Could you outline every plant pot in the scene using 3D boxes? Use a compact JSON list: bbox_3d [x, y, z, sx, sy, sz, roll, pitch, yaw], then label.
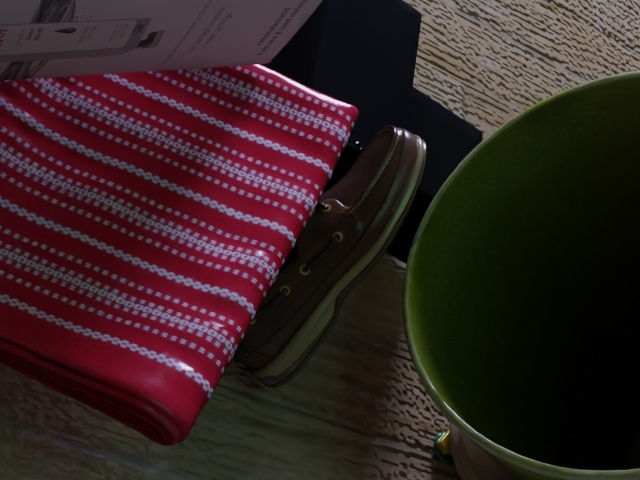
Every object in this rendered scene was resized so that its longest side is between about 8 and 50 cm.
[{"bbox_3d":[0.232,0.088,1.011,0.293,0.275,0.274,54,36,-48],"label":"plant pot"}]

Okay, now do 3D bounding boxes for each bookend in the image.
[{"bbox_3d":[0.039,-0.089,1.061,0.156,0.072,0.157,29,52,-28],"label":"bookend"}]

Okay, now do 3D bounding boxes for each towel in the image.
[{"bbox_3d":[-0.110,-0.028,0.867,0.199,0.031,0.275,25,48,2],"label":"towel"}]

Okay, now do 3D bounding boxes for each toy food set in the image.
[{"bbox_3d":[0.113,0.139,1.048,0.082,0.020,0.083,55,44,-5],"label":"toy food set"}]

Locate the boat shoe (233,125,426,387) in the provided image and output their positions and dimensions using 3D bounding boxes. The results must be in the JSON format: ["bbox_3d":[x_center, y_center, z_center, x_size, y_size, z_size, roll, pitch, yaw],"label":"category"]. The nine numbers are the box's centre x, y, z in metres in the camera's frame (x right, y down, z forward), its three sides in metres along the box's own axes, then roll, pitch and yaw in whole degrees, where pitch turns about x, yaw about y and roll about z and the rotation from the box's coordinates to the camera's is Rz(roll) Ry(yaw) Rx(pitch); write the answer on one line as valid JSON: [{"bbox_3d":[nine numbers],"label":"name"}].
[{"bbox_3d":[0.000,0.000,0.945,0.060,0.064,0.178,37,80,-16],"label":"boat shoe"}]

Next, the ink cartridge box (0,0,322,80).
[{"bbox_3d":[-0.157,-0.202,0.862,0.283,0.117,0.207,-7,72,-28],"label":"ink cartridge box"}]
